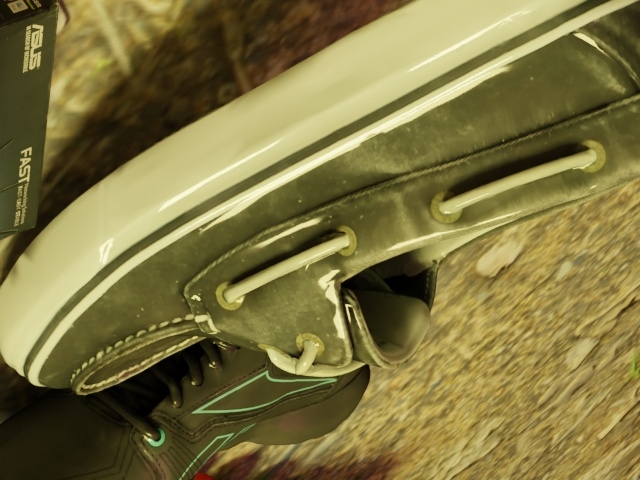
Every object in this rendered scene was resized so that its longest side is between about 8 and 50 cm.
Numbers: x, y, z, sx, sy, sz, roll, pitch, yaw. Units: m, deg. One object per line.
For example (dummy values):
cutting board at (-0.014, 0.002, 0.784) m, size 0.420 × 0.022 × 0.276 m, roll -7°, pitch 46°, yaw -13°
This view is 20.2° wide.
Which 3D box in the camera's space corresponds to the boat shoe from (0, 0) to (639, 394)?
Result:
boat shoe at (0.000, 0.000, 0.722) m, size 0.335 × 0.119 × 0.121 m, roll -31°, pitch 171°, yaw 31°

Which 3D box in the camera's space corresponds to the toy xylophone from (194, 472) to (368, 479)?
toy xylophone at (-0.077, 0.251, 1.147) m, size 0.236 × 0.081 × 0.323 m, roll -49°, pitch 154°, yaw 14°

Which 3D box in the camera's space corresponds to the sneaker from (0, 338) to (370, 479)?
sneaker at (-0.072, 0.065, 0.873) m, size 0.267 × 0.101 × 0.106 m, roll -28°, pitch 142°, yaw -45°

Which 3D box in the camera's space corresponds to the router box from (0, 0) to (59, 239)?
router box at (-0.146, -0.039, 0.645) m, size 0.092 × 0.038 × 0.122 m, roll -26°, pitch 150°, yaw -31°
